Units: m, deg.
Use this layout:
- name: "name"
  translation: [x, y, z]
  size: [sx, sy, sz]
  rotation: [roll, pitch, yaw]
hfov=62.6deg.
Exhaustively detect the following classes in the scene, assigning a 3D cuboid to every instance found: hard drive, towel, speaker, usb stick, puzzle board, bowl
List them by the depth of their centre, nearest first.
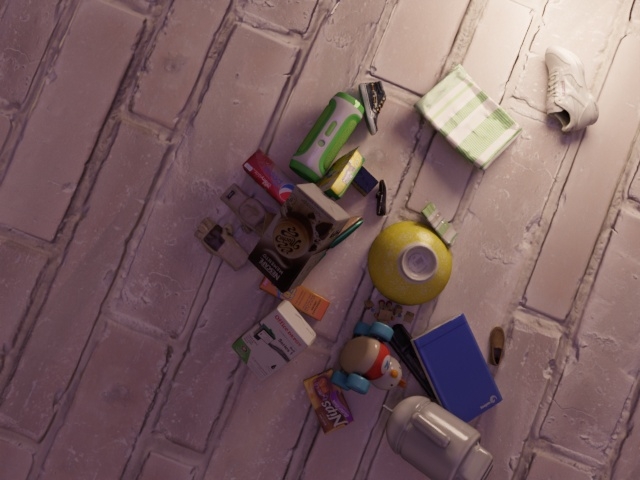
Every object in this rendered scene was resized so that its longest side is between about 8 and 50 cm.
- name: "bowl"
  translation: [0.308, 0.074, 1.728]
  size: [0.289, 0.156, 0.289]
  rotation: [0, 87, -3]
- name: "speaker"
  translation: [0.020, -0.338, 1.745]
  size: [0.131, 0.131, 0.296]
  rotation: [33, 87, -1]
- name: "hard drive"
  translation: [0.454, 0.432, 1.753]
  size: [0.210, 0.040, 0.319]
  rotation: [-24, 89, -19]
- name: "puzzle board"
  translation: [-0.150, -0.024, 1.763]
  size: [0.096, 0.011, 0.128]
  rotation: [10, 88, -33]
- name: "towel"
  translation: [0.402, -0.056, 1.764]
  size: [0.023, 0.113, 0.152]
  rotation: [-38, 91, 31]
- name: "usb stick"
  translation: [0.320, 0.404, 1.770]
  size: [0.077, 0.045, 0.278]
  rotation: [-37, 90, -13]
- name: "towel"
  translation: [0.508, -0.418, 1.790]
  size: [0.325, 0.038, 0.248]
  rotation: [46, 73, 0]

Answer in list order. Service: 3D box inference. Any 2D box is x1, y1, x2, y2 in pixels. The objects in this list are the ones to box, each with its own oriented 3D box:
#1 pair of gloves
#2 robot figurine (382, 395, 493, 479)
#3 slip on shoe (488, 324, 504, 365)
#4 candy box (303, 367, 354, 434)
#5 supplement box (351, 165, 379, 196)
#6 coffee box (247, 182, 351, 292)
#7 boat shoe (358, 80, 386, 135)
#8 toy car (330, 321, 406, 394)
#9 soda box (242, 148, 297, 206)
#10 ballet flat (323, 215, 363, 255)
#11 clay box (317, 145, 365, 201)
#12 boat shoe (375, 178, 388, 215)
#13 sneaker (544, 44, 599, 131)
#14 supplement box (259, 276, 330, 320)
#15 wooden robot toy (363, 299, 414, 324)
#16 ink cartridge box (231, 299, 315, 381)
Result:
- name: "pair of gloves"
  translation: [-0.285, -0.043, 1.763]
  size: [0.204, 0.042, 0.240]
  rotation: [36, 88, 0]
- name: "robot figurine"
  translation: [0.352, 0.622, 1.637]
  size: [0.353, 0.300, 0.200]
  rotation: [28, 65, 31]
- name: "slip on shoe"
  translation: [0.598, 0.357, 1.785]
  size: [0.051, 0.041, 0.135]
  rotation: [12, 87, -2]
- name: "candy box"
  translation: [0.026, 0.533, 1.747]
  size: [0.109, 0.053, 0.187]
  rotation: [-22, 88, -4]
- name: "supplement box"
  translation: [0.143, -0.198, 1.767]
  size: [0.083, 0.083, 0.056]
  rotation: [45, 86, 0]
- name: "coffee box"
  translation: [-0.068, -0.007, 1.618]
  size: [0.168, 0.119, 0.297]
  rotation: [42, 114, 15]
- name: "boat shoe"
  translation: [0.188, -0.453, 1.789]
  size: [0.083, 0.065, 0.183]
  rotation: [-12, 87, -2]
- name: "toy car"
  translation: [0.196, 0.412, 1.697]
  size: [0.238, 0.210, 0.219]
  rotation: [33, 70, -16]
- name: "soda box"
  translation: [-0.137, -0.179, 1.749]
  size: [0.263, 0.092, 0.083]
  rotation: [45, 85, -1]
- name: "ballet flat"
  translation: [0.000, 0.000, 1.746]
  size: [0.316, 0.107, 0.106]
  rotation: [-42, 83, -5]
- name: "clay box"
  translation: [0.060, -0.206, 1.709]
  size: [0.053, 0.127, 0.222]
  rotation: [45, 55, -17]
- name: "boat shoe"
  translation: [0.205, -0.145, 1.789]
  size: [0.038, 0.046, 0.125]
  rotation: [-3, 96, -7]
- name: "sneaker"
  translation: [0.828, -0.516, 1.795]
  size: [0.152, 0.114, 0.305]
  rotation: [-25, 89, -5]
- name: "supplement box"
  translation: [-0.087, 0.180, 1.745]
  size: [0.233, 0.080, 0.078]
  rotation: [28, 84, 1]
- name: "wooden robot toy"
  translation: [0.222, 0.253, 1.770]
  size: [0.173, 0.076, 0.079]
  rotation: [12, 117, 0]
- name: "ink cartridge box"
  translation: [-0.149, 0.321, 1.694]
  size: [0.219, 0.092, 0.160]
  rotation: [-41, 90, 19]
